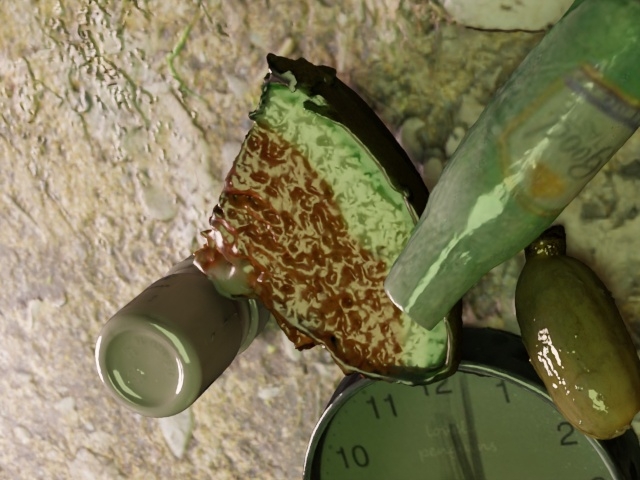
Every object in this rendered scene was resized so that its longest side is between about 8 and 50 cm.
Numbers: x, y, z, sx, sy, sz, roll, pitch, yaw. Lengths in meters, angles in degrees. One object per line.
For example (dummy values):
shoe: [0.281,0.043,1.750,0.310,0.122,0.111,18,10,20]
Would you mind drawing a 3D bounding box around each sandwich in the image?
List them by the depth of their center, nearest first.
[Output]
sandwich: [0.014,0.002,1.098,0.292,0.109,0.212,44,114,-1]

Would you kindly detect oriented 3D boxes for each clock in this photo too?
clock: [0.136,0.235,1.171,0.319,0.066,0.318,7,111,19]

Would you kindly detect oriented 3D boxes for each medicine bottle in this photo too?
medicine bottle: [-0.121,0.080,1.153,0.105,0.168,0.105,7,112,19]

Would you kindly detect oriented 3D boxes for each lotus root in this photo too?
lotus root: [0.205,0.075,1.056,0.077,0.090,0.183,-17,72,-10]

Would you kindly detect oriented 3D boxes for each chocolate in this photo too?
chocolate: [0.155,-0.058,0.979,0.110,0.110,0.291,39,96,4]
